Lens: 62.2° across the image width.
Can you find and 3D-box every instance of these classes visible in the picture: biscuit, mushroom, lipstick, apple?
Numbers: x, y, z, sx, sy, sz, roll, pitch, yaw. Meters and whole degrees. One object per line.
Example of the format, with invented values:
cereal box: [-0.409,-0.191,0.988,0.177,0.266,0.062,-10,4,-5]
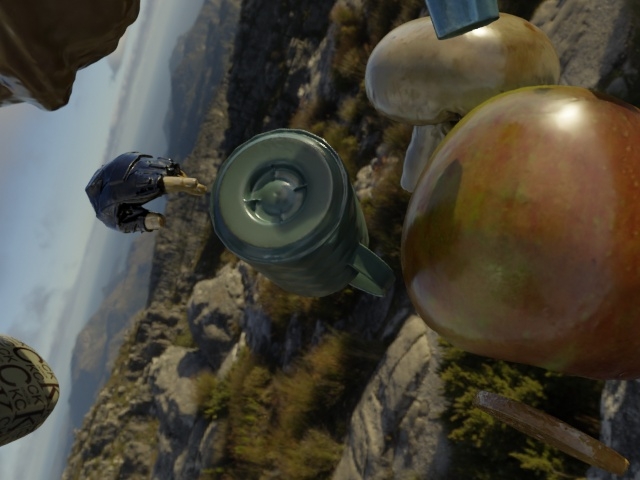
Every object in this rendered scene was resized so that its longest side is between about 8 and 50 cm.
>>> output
biscuit: [0.302,0.255,0.731,0.220,0.142,0.029,13,70,53]
mushroom: [0.218,-0.204,0.840,0.292,0.292,0.290,-129,35,-63]
lipstick: [0.095,-0.324,0.469,0.068,0.061,0.274,-5,106,53]
apple: [0.261,-0.005,0.607,0.339,0.339,0.340,-47,35,48]

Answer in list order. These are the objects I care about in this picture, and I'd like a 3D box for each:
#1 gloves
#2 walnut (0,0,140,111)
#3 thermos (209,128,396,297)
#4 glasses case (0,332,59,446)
gloves: [-0.287,-0.087,0.880,0.203,0.124,0.164,-16,61,30]
walnut: [-0.271,-0.216,0.411,0.273,0.273,0.227,-111,30,-56]
thermos: [0.000,0.000,0.634,0.145,0.182,0.286,-60,-21,-9]
glasses case: [-0.396,0.147,0.459,0.137,0.354,0.085,40,102,20]
